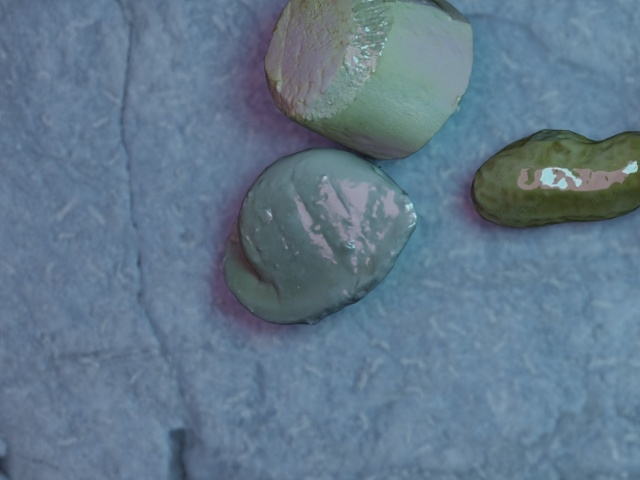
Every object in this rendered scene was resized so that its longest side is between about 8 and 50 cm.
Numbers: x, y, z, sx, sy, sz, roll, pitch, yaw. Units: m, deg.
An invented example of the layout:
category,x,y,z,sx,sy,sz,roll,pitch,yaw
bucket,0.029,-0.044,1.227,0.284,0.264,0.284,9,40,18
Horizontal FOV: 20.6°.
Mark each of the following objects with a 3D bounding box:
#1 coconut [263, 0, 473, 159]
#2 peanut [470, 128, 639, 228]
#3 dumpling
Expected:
category,x,y,z,sx,sy,sz,roll,pitch,yaw
coconut,0.048,-0.140,1.429,0.147,0.152,0.147,-28,53,45
peanut,0.206,-0.053,1.419,0.174,0.080,0.080,-7,86,10
dumpling,-0.001,0.000,1.458,0.176,0.092,0.150,11,87,16
